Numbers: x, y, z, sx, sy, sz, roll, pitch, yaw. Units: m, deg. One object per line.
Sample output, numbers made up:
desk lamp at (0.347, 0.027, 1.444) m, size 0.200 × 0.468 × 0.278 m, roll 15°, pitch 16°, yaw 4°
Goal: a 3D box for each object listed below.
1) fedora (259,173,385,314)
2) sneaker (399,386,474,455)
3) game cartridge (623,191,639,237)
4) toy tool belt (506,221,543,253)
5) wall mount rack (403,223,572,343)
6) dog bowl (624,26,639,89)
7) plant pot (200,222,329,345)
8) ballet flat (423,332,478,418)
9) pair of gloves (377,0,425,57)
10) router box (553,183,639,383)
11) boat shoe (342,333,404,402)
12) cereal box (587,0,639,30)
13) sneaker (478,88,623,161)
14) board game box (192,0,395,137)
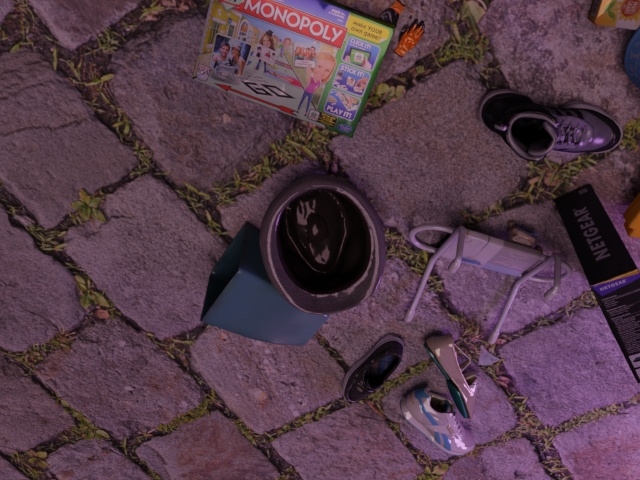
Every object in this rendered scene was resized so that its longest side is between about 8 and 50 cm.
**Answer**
fedora at (0.000, 0.000, 1.258) m, size 0.244 × 0.124 × 0.275 m, roll -21°, pitch 104°, yaw -2°
sneaker at (0.305, 0.447, 1.532) m, size 0.229 × 0.087 × 0.092 m, roll 38°, pitch 119°, yaw -17°
game cartridge at (0.769, -0.094, 1.148) m, size 0.324 × 0.052 × 0.285 m, roll 9°, pitch 138°, yaw -4°
toy tool belt at (0.423, -0.005, 1.283) m, size 0.083 × 0.051 × 0.052 m, roll 20°, pitch 153°, yaw -13°
wall mount rack at (0.331, 0.094, 1.312) m, size 0.350 × 0.130 × 0.304 m, roll 16°, pitch 153°, yaw -4°
dog bowl at (0.645, -0.261, 1.073) m, size 0.166 × 0.074 × 0.297 m, roll -26°, pitch 125°, yaw 27°
plant pot at (-0.104, 0.113, 1.333) m, size 0.234 × 0.165 × 0.165 m, roll 27°, pitch 121°, yaw -19°
ballet flat at (0.326, 0.316, 1.465) m, size 0.086 × 0.086 × 0.248 m, roll -23°, pitch 115°, yaw 17°
pair of gloves at (0.140, -0.377, 1.112) m, size 0.083 × 0.010 × 0.074 m, roll 36°, pitch 117°, yaw -14°
router box at (0.548, 0.070, 1.167) m, size 0.081 × 0.308 × 0.242 m, roll -26°, pitch 115°, yaw 21°
boat shoe at (0.124, 0.322, 1.481) m, size 0.080 × 0.076 × 0.228 m, roll 32°, pitch 117°, yaw -13°
cereal box at (0.590, -0.430, 1.023) m, size 0.240 × 0.047 × 0.172 m, roll 8°, pitch 122°, yaw -1°
sneaker at (0.422, -0.190, 1.115) m, size 0.269 × 0.153 × 0.101 m, roll 12°, pitch 121°, yaw -3°
board game box at (-0.053, -0.339, 1.123) m, size 0.318 × 0.046 × 0.213 m, roll 19°, pitch 120°, yaw -4°
